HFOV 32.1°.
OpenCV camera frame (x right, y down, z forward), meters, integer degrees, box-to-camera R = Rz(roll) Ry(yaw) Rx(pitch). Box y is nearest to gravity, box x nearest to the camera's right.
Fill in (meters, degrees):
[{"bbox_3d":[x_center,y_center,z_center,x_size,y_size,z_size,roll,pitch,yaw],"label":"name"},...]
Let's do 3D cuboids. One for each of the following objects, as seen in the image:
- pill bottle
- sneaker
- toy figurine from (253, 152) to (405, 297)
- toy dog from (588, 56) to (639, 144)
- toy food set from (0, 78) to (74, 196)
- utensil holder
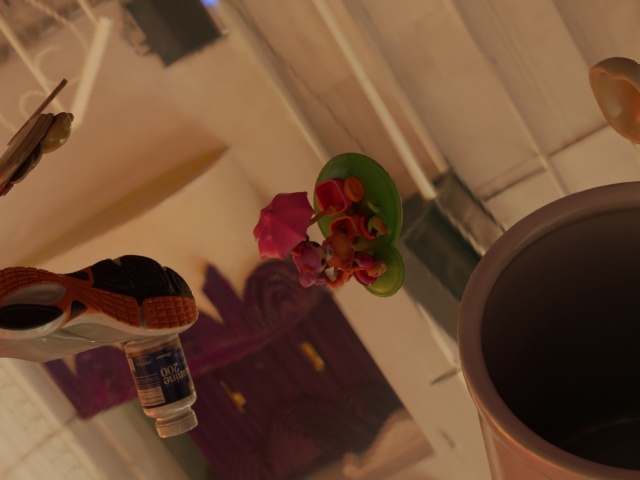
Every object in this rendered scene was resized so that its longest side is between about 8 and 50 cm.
[{"bbox_3d":[-0.189,0.173,1.346,0.067,0.120,0.067,-16,-175,1],"label":"pill bottle"},{"bbox_3d":[-0.272,0.086,1.271,0.262,0.099,0.121,2,147,-30],"label":"sneaker"},{"bbox_3d":[0.000,0.000,1.223,0.130,0.173,0.159,-22,178,43],"label":"toy figurine"},{"bbox_3d":[0.559,-0.214,1.258,0.284,0.395,0.408,37,-94,31],"label":"toy dog"},{"bbox_3d":[-0.318,-0.086,1.202,0.132,0.038,0.192,-41,-158,28],"label":"toy food set"},{"bbox_3d":[0.317,0.192,1.076,0.327,0.385,0.327,-8,-134,9],"label":"utensil holder"}]
